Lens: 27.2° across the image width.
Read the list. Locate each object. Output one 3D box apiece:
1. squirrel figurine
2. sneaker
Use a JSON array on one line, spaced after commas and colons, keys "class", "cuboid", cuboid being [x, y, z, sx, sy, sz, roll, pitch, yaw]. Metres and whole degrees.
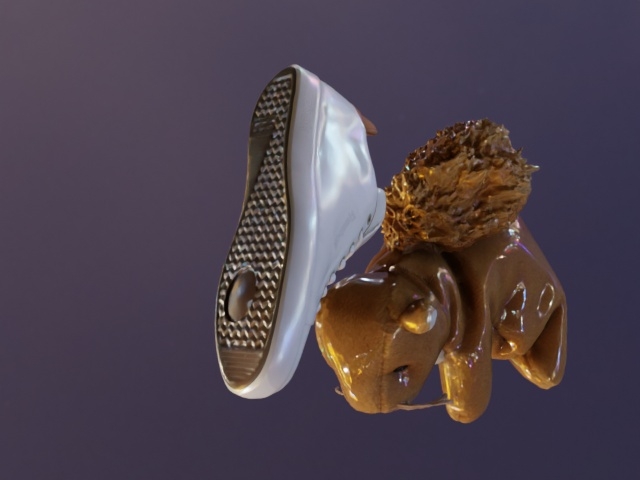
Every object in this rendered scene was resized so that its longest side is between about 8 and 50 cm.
[{"class": "squirrel figurine", "cuboid": [0.126, 0.035, 1.649, 0.281, 0.397, 0.370, 14, -168, 32]}, {"class": "sneaker", "cuboid": [0.000, 0.000, 1.043, 0.106, 0.123, 0.290, -29, -137, 47]}]
